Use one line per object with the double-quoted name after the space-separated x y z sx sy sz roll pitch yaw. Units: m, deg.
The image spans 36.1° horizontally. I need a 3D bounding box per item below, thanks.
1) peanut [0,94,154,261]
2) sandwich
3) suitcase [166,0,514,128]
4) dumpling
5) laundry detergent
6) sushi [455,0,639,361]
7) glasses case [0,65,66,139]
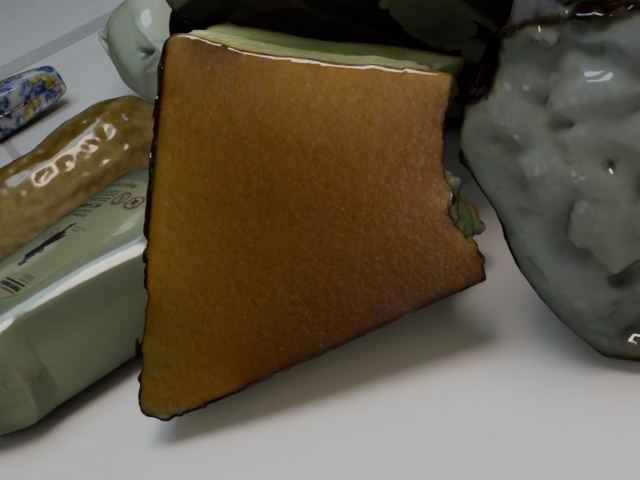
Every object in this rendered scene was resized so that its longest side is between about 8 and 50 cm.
-0.230 -0.048 0.883 0.226 0.095 0.108 -39 15 -20 "peanut"
0.000 0.000 0.557 0.186 0.220 0.108 10 16 7 "sandwich"
0.048 -0.201 0.672 0.339 0.351 0.194 -8 75 30 "suitcase"
-0.168 -0.222 1.140 0.151 0.124 0.229 4 20 -29 "dumpling"
-0.191 0.048 0.677 0.253 0.091 0.181 -37 29 -24 "laundry detergent"
0.235 -0.083 0.432 0.348 0.235 0.207 -1 33 30 "sushi"
-0.445 -0.152 1.267 0.248 0.065 0.087 -36 27 -20 "glasses case"
